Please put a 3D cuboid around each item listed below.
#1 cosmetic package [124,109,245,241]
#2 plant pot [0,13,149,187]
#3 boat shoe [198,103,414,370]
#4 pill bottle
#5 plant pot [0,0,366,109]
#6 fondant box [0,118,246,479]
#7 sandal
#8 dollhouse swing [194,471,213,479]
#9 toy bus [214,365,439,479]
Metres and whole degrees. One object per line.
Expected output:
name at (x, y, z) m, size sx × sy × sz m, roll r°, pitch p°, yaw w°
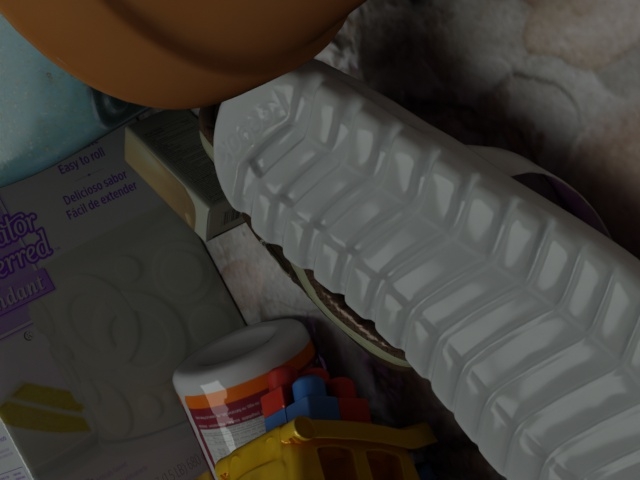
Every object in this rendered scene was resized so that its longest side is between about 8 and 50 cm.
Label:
cosmetic package at (-0.105, -0.057, 1.094) m, size 0.115 × 0.060 × 0.041 m, roll 45°, pitch 144°, yaw 28°
plant pot at (-0.224, -0.179, 1.017) m, size 0.252 × 0.247 × 0.248 m, roll 5°, pitch 119°, yaw 34°
boat shoe at (0.007, -0.004, 0.962) m, size 0.257 × 0.095 × 0.095 m, roll 54°, pitch 162°, yaw 24°
pill bottle at (-0.030, 0.187, 1.113) m, size 0.121 × 0.121 × 0.221 m, roll -4°, pitch 110°, yaw 56°
plant pot at (-0.032, -0.232, 0.682) m, size 0.203 × 0.291 × 0.291 m, roll -13°, pitch 103°, yaw 40°
fondant box at (-0.208, 0.073, 1.168) m, size 0.330 × 0.238 × 0.096 m, roll 62°, pitch 149°, yaw 0°
sandal at (0.114, 0.021, 0.810) m, size 0.416 × 0.102 × 0.169 m, roll 43°, pitch 129°, yaw 12°
dollhouse swing at (-0.303, 0.253, 1.357) m, size 0.315 × 0.346 × 0.305 m, roll 51°, pitch 158°, yaw 17°
toy bus at (0.030, 0.195, 1.006) m, size 0.149 × 0.220 × 0.211 m, roll -37°, pitch 52°, yaw 44°
